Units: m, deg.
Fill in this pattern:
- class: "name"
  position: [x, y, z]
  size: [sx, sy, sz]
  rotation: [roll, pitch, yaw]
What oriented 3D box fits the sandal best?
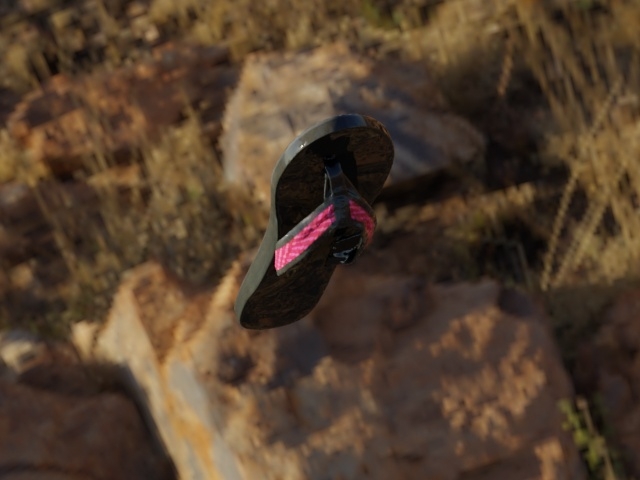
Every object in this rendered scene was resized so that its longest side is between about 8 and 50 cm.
- class: "sandal"
  position: [0.000, 0.000, 0.971]
  size: [0.067, 0.179, 0.040]
  rotation: [-6, 52, -24]
